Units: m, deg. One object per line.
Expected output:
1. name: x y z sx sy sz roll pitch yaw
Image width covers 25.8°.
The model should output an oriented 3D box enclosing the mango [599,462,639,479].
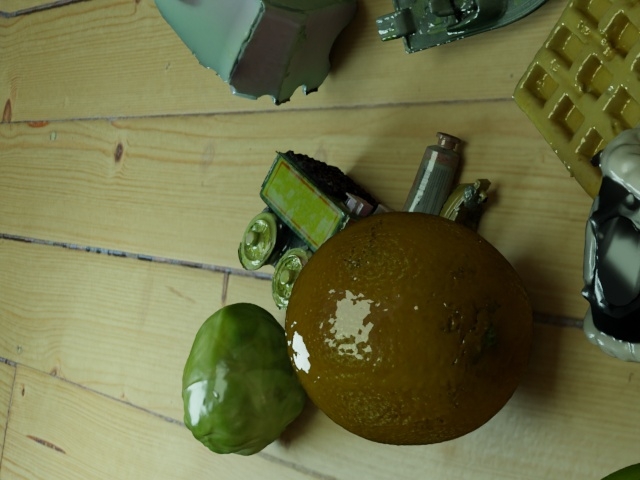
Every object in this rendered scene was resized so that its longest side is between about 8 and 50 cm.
1. mango: 0.331 0.270 1.258 0.293 0.143 0.175 -37 45 34

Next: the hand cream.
1. hand cream: 0.128 -0.030 1.733 0.043 0.067 0.210 -37 -34 -77

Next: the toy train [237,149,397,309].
1. toy train: 0.000 0.000 1.849 0.177 0.134 0.261 -62 37 12

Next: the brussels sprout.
1. brussels sprout: -0.115 0.191 1.937 0.223 0.161 0.223 -5 84 53

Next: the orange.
1. orange: 0.097 0.097 1.541 0.274 0.274 0.274 -22 64 53

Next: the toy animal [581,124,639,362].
1. toy animal: 0.335 0.008 1.272 0.156 0.204 0.208 26 123 42

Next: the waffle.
1. waffle: 0.320 -0.184 1.468 0.248 0.055 0.221 -60 36 26

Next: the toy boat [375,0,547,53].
1. toy boat: 0.185 -0.318 1.664 0.319 0.092 0.141 -9 99 49

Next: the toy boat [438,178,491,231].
1. toy boat: 0.165 -0.009 1.671 0.049 0.047 0.149 38 117 39

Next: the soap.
1. soap: -0.111 -0.380 1.999 0.156 0.261 0.446 -55 39 28
